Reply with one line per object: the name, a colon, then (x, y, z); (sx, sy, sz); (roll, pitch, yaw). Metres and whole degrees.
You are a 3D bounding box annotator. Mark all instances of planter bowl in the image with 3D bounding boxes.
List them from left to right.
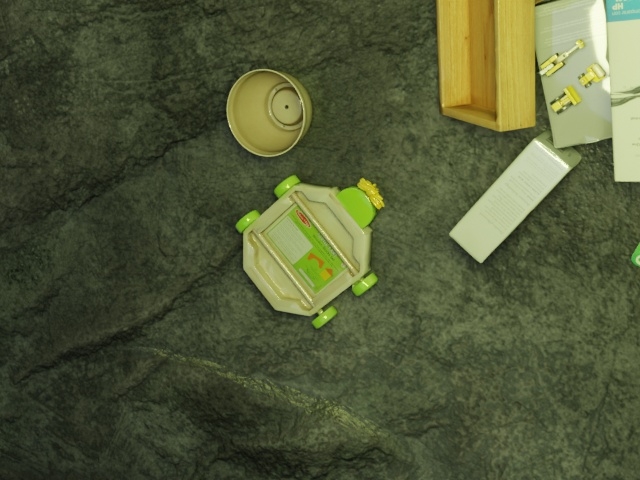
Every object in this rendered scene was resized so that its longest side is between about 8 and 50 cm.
planter bowl: (-0.080, -0.248, 1.748); (0.162, 0.109, 0.162); (7, 108, 23)

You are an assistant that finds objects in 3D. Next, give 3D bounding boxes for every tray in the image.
tray: (0.263, -0.397, 1.488); (0.076, 0.203, 0.410); (-10, 109, -19)

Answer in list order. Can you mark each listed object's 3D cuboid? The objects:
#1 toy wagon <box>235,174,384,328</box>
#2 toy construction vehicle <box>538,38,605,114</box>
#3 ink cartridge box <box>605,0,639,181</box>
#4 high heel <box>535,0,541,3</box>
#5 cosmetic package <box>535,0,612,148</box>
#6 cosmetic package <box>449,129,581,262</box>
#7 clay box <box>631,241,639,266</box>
toy wagon: (0.000, 0.000, 1.806); (0.344, 0.068, 0.267); (-40, 86, 28)
toy construction vehicle: (0.389, -0.257, 1.455); (0.098, 0.035, 0.086); (-34, 88, 32)
ink cartridge box: (0.531, -0.255, 1.387); (0.129, 0.223, 0.307); (3, 106, 37)
high heel: (0.414, -0.458, 1.497); (0.244, 0.117, 0.082); (-26, 127, 14)
cosmetic package: (0.428, -0.280, 1.508); (0.127, 0.107, 0.238); (-7, 104, 27)
cosmetic package: (0.337, -0.076, 1.599); (0.085, 0.117, 0.231); (43, 118, 10)
clay box: (0.639, 0.042, 1.527); (0.222, 0.053, 0.127); (28, 114, 14)
